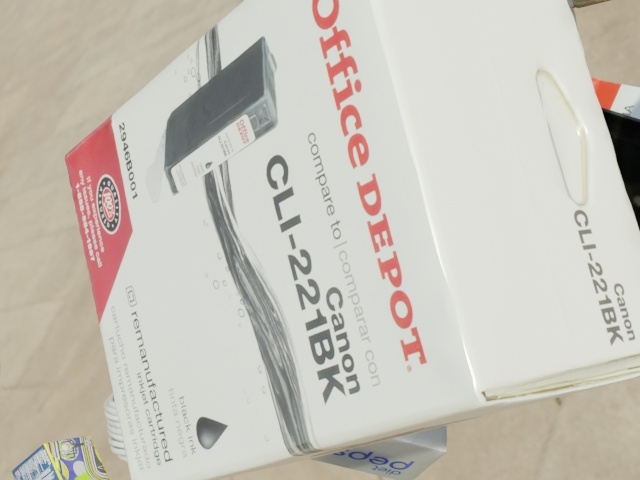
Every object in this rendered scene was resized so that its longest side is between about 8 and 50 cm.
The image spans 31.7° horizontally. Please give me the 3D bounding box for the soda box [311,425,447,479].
[{"bbox_3d":[-0.011,0.171,1.195,0.098,0.286,0.091,125,157,-51],"label":"soda box"}]

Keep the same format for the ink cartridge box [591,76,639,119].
[{"bbox_3d":[0.336,-0.044,1.329,0.308,0.385,0.091,-64,2,-8],"label":"ink cartridge box"}]

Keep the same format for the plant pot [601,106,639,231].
[{"bbox_3d":[0.278,-0.007,1.140,0.187,0.167,0.188,23,60,30],"label":"plant pot"}]

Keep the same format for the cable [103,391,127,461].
[{"bbox_3d":[-0.160,0.218,1.507,0.257,0.089,0.257,-15,8,-23],"label":"cable"}]

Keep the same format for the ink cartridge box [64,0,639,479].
[{"bbox_3d":[0.000,0.000,0.535,0.273,0.114,0.197,-27,74,49],"label":"ink cartridge box"}]

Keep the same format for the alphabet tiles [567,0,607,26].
[{"bbox_3d":[0.119,-0.280,0.977,0.285,0.011,0.342,-11,69,19],"label":"alphabet tiles"}]

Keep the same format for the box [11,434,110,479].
[{"bbox_3d":[-0.205,0.261,0.994,0.054,0.059,0.169,-40,68,27],"label":"box"}]
